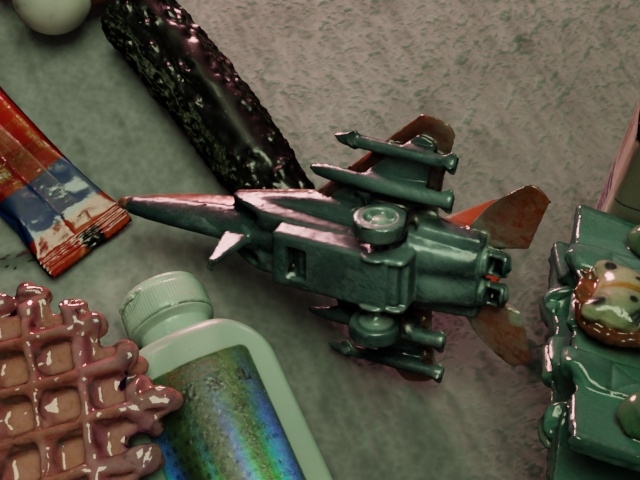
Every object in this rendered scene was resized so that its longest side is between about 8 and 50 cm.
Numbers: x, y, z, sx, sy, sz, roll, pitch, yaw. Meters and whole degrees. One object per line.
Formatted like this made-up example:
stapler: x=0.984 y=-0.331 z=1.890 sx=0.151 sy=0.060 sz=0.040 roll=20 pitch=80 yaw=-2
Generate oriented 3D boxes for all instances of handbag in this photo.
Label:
handbag: x=0.288 y=0.098 z=0.936 sx=0.274 sy=0.100 sz=0.268 roll=21 pitch=38 yaw=-3

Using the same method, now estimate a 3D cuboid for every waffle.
waffle: x=-0.217 y=0.147 z=0.952 sx=0.221 sy=0.055 sz=0.234 roll=30 pitch=85 yaw=24

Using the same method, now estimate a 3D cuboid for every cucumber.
cucumber: x=-0.079 y=-0.099 z=1.123 sx=0.072 sy=0.072 sz=0.300 roll=-31 pitch=68 yaw=-18

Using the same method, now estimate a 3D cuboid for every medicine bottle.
medicine bottle: x=-0.076 y=0.131 z=0.985 sx=0.121 sy=0.083 sz=0.229 roll=-24 pitch=66 yaw=-5

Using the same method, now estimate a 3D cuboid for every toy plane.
toy plane: x=-0.001 y=0.004 z=1.006 sx=0.326 sy=0.223 sz=0.104 roll=7 pitch=31 yaw=9

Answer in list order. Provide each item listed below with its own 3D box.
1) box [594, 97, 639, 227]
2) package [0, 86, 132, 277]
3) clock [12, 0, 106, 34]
box: x=0.304 y=-0.053 z=1.006 sx=0.168 sy=0.259 sz=0.071 roll=14 pitch=59 yaw=6
package: x=-0.248 y=-0.059 z=1.117 sx=0.083 sy=0.022 sz=0.200 roll=-39 pitch=71 yaw=-20
clock: x=-0.216 y=-0.262 z=1.200 sx=0.162 sy=0.093 sz=0.166 roll=-32 pitch=63 yaw=-9
